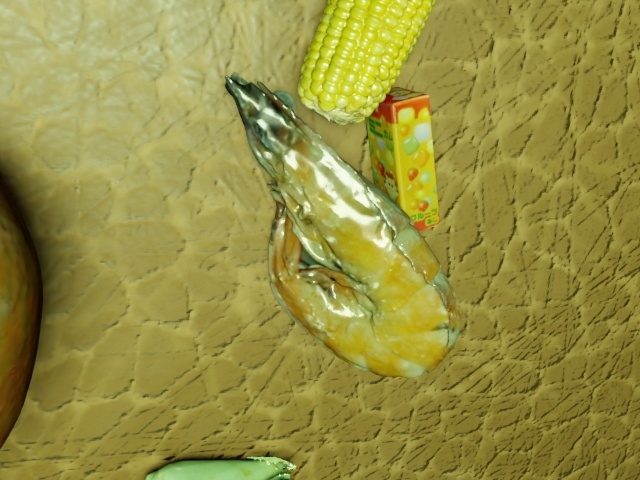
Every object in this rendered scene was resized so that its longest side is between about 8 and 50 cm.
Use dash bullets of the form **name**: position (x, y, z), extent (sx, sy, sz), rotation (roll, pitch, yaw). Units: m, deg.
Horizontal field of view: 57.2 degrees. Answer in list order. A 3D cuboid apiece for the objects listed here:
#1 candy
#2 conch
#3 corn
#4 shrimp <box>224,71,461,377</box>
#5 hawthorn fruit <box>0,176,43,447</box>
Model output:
- **candy**: position (0.074, -0.072, 0.530), extent (0.038, 0.062, 0.122), rotation (-16, 115, -14)
- **conch**: position (-0.108, 0.274, 0.607), extent (0.170, 0.079, 0.106), rotation (0, 126, -25)
- **corn**: position (0.057, -0.209, 0.459), extent (0.081, 0.081, 0.249), rotation (20, 103, -24)
- **shrimp**: position (0.000, 0.000, 0.523), extent (0.164, 0.062, 0.317), rotation (-30, 102, 30)
- **hawthorn fruit**: position (-0.307, 0.067, 0.356), extent (0.267, 0.268, 0.301), rotation (-1, 120, -18)
